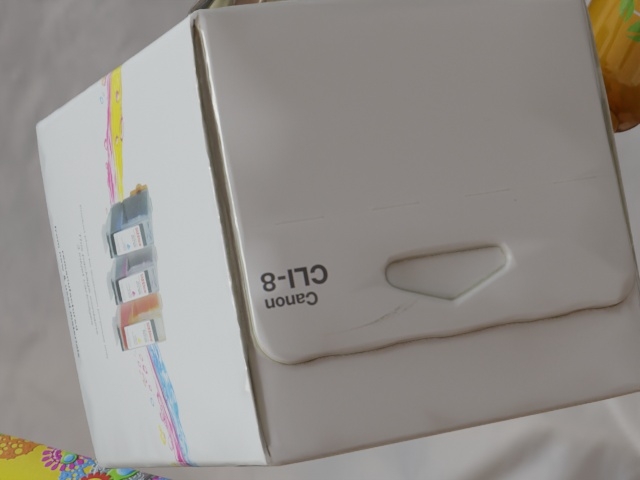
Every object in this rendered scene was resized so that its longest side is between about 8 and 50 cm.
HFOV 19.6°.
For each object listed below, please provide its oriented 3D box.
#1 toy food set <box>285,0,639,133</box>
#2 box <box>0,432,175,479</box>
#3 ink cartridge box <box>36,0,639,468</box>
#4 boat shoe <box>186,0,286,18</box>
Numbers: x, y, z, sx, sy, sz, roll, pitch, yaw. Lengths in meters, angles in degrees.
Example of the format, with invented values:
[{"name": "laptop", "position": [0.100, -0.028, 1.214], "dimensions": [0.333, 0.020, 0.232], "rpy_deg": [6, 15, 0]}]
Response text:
[{"name": "toy food set", "position": [0.029, -0.120, 0.678], "dimensions": [0.111, 0.232, 0.104], "rpy_deg": [-4, 51, 52]}, {"name": "box", "position": [-0.123, 0.249, 0.806], "dimensions": [0.279, 0.290, 0.177], "rpy_deg": [10, 43, 31]}, {"name": "ink cartridge box", "position": [0.000, 0.000, 0.585], "dimensions": [0.128, 0.127, 0.176], "rpy_deg": [-9, -2, -23]}, {"name": "boat shoe", "position": [-0.040, -0.039, 1.465], "dimensions": [0.120, 0.324, 0.122], "rpy_deg": [3, 20, 12]}]
